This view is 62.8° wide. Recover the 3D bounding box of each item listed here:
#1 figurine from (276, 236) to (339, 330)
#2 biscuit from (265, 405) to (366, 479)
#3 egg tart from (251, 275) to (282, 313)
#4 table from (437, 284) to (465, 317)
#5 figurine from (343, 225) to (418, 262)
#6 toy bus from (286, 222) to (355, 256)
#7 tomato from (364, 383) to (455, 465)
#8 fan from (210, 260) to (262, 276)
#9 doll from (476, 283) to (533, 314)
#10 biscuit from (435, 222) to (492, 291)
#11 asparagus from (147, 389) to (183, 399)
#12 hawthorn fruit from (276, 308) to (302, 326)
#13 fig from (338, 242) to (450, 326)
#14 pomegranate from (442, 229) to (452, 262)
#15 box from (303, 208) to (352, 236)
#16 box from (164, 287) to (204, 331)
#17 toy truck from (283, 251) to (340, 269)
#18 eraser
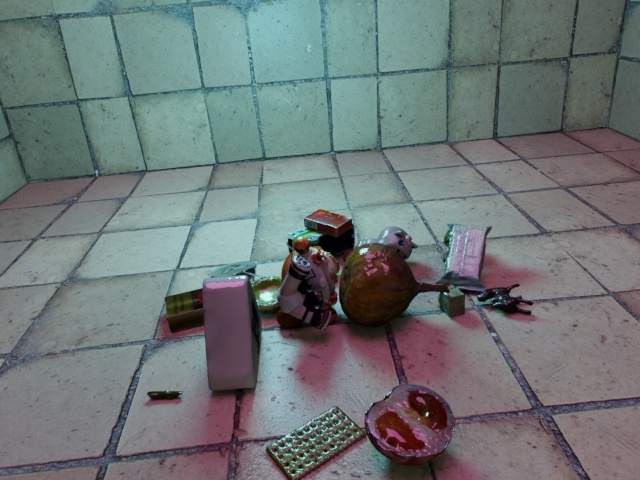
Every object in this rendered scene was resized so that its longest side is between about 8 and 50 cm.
[{"bbox_3d":[-0.042,0.136,1.788,0.196,0.320,0.323,-16,14,13],"label":"figurine"},{"bbox_3d":[-0.012,0.508,1.328,0.231,0.016,0.139,-21,32,-30],"label":"biscuit"},{"bbox_3d":[-0.186,0.206,1.912,0.197,0.078,0.197,-6,27,3],"label":"egg tart"},{"bbox_3d":[0.446,0.206,1.796,0.062,0.079,0.083,-11,25,-16],"label":"table"},{"bbox_3d":[0.243,0.048,2.119,0.287,0.176,0.186,-9,63,29],"label":"figurine"},{"bbox_3d":[0.000,0.000,2.235,0.276,0.133,0.165,-21,32,-32],"label":"toy bus"},{"bbox_3d":[0.217,0.465,1.267,0.228,0.112,0.199,-21,38,-32],"label":"tomato"},{"bbox_3d":[-0.320,0.119,2.107,0.191,0.009,0.329,-20,17,-31],"label":"fan"},{"bbox_3d":[0.625,0.201,1.801,0.165,0.057,0.139,-4,27,3],"label":"doll"},{"bbox_3d":[0.544,0.057,1.979,0.186,0.079,0.309,4,59,21],"label":"biscuit"},{"bbox_3d":[-0.448,0.448,1.521,0.108,0.021,0.025,-3,30,3],"label":"asparagus"},{"bbox_3d":[-0.100,0.261,1.791,0.093,0.081,0.081,21,31,9],"label":"hawthorn fruit"},{"bbox_3d":[0.250,0.163,1.748,0.369,0.286,0.286,10,27,0],"label":"fig"},{"bbox_3d":[0.557,0.017,2.113,0.138,0.125,0.163,41,52,8],"label":"pomegranate"},{"bbox_3d":[0.031,-0.075,2.179,0.175,0.048,0.112,17,34,34],"label":"box"},{"bbox_3d":[-0.434,0.238,1.899,0.240,0.071,0.159,-12,25,-13],"label":"box"},{"bbox_3d":[-0.037,0.096,2.064,0.216,0.116,0.110,1,27,12],"label":"toy truck"},{"bbox_3d":[-0.267,0.273,1.632,0.150,0.331,0.331,-5,26,-3],"label":"eraser"}]
